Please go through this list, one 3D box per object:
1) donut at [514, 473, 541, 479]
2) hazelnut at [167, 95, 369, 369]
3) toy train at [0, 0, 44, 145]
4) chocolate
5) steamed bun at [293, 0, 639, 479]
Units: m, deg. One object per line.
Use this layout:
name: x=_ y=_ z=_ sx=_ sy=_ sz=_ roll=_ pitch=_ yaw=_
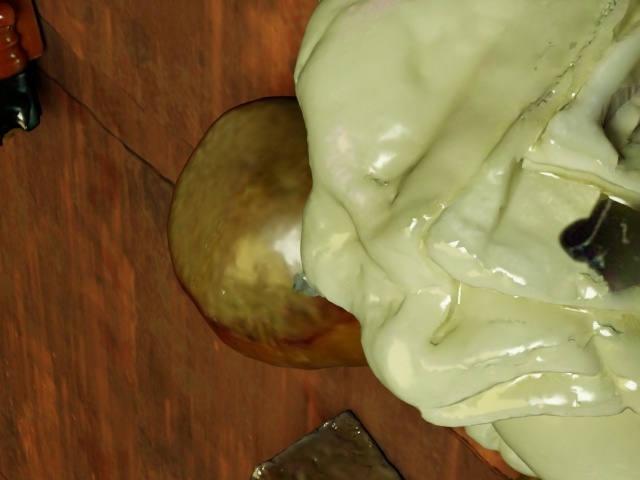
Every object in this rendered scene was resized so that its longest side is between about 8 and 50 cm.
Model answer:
donut: x=0.188 y=0.259 z=1.081 sx=0.277 sy=0.108 sz=0.278 roll=35 pitch=134 yaw=45
hazelnut: x=-0.006 y=0.008 z=1.139 sx=0.210 sy=0.186 sz=0.210 roll=18 pitch=122 yaw=31
toy train: x=-0.352 y=-0.238 z=1.524 sx=0.231 sy=0.163 sz=0.369 roll=10 pitch=121 yaw=45
chocolate: x=-0.021 y=0.282 z=1.440 sx=0.112 sy=0.112 sz=0.321 roll=52 pitch=148 yaw=25
steamed bun: x=0.146 y=-0.014 z=0.827 sx=0.320 sy=0.275 sz=0.206 roll=38 pitch=148 yaw=-29
